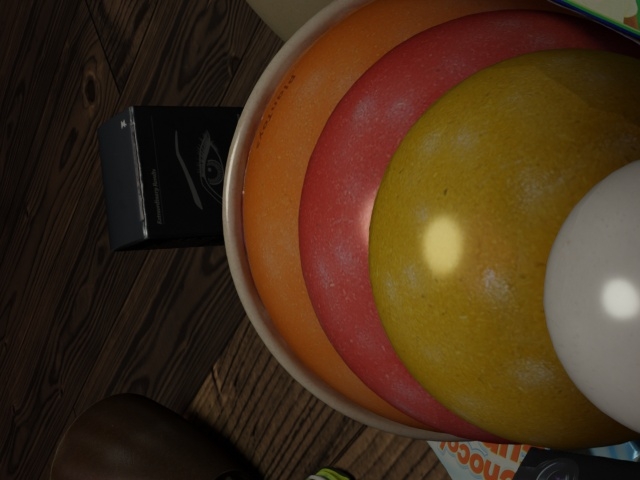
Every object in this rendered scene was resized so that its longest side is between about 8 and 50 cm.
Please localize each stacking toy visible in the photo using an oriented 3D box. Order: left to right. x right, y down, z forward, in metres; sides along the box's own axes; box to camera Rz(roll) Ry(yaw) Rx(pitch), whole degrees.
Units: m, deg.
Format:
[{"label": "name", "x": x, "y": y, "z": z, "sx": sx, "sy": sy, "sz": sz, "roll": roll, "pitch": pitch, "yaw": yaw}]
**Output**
[{"label": "stacking toy", "x": 0.123, "y": 0.009, "z": 0.603, "sx": 0.480, "sy": 0.351, "sz": 0.350, "roll": -119, "pitch": 33, "yaw": -79}]

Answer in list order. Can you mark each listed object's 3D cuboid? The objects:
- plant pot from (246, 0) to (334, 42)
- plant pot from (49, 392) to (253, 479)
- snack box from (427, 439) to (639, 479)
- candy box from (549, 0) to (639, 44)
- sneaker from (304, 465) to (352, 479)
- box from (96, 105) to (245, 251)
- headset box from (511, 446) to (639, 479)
[{"label": "plant pot", "x": 0.074, "y": -0.228, "z": 0.922, "sx": 0.284, "sy": 0.284, "sz": 0.191, "roll": 24, "pitch": 147, "yaw": 55}, {"label": "plant pot", "x": -0.196, "y": 0.324, "z": 1.427, "sx": 0.230, "sy": 0.215, "sz": 0.215, "roll": 5, "pitch": 97, "yaw": 43}, {"label": "snack box", "x": 0.157, "y": 0.126, "z": 0.962, "sx": 0.322, "sy": 0.060, "sz": 0.187, "roll": 55, "pitch": 135, "yaw": 40}, {"label": "candy box", "x": 0.219, "y": -0.299, "z": 0.536, "sx": 0.122, "sy": 0.268, "sz": 0.317, "roll": 39, "pitch": 155, "yaw": 48}, {"label": "sneaker", "x": -0.030, "y": 0.405, "z": 1.217, "sx": 0.111, "sy": 0.121, "sz": 0.299, "roll": 4, "pitch": 95, "yaw": 58}, {"label": "box", "x": -0.141, "y": -0.072, "z": 1.282, "sx": 0.108, "sy": 0.207, "sz": 0.153, "roll": -16, "pitch": 78, "yaw": 57}, {"label": "headset box", "x": 0.240, "y": 0.254, "z": 0.625, "sx": 0.283, "sy": 0.131, "sz": 0.246, "roll": -1, "pitch": 133, "yaw": 49}]
